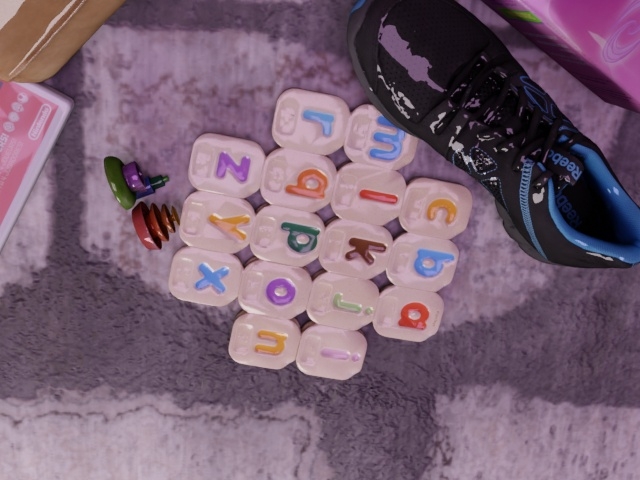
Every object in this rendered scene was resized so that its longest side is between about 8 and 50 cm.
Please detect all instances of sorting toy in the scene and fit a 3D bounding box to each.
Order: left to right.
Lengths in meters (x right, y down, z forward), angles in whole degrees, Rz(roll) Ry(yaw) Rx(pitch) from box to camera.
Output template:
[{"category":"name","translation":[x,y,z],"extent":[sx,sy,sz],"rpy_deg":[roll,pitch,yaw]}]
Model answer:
[{"category":"sorting toy","translation":[-0.159,-0.041,0.742],"extent":[0.042,0.061,0.102],"rpy_deg":[-21,124,1]}]

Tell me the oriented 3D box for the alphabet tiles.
[{"category":"alphabet tiles","translation":[0.000,0.000,0.792],"extent":[0.278,0.021,0.284],"rpy_deg":[10,106,-8]}]

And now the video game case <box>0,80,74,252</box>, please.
[{"category":"video game case","translation":[-0.395,-0.106,0.717],"extent":[0.285,0.025,0.204],"rpy_deg":[28,103,-13]}]

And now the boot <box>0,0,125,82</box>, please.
[{"category":"boot","translation":[-0.156,-0.217,0.656],"extent":[0.269,0.089,0.236],"rpy_deg":[-32,145,29]}]

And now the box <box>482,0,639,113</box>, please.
[{"category":"box","translation":[0.252,-0.264,0.684],"extent":[0.243,0.117,0.213],"rpy_deg":[34,101,-14]}]

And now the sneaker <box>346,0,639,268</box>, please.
[{"category":"sneaker","translation":[0.169,-0.102,0.707],"extent":[0.341,0.139,0.125],"rpy_deg":[41,87,-18]}]
